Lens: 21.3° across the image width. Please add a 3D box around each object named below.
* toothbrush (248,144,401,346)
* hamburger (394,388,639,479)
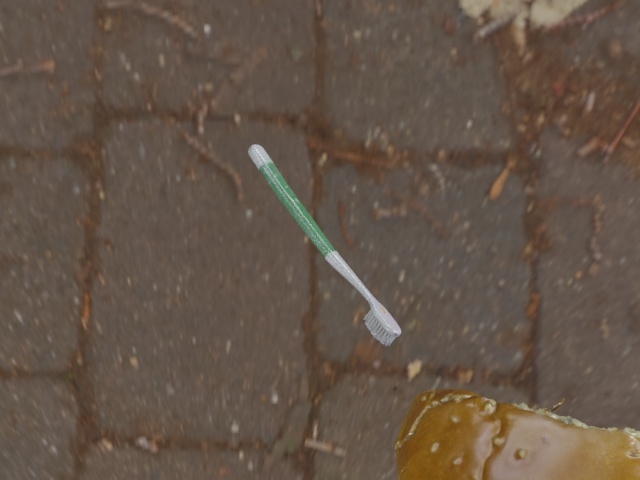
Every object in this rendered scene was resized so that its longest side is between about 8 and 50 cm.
[{"bbox_3d":[0.000,0.000,1.600,0.018,0.024,0.257,-1,46,-47],"label":"toothbrush"},{"bbox_3d":[0.175,0.213,1.366,0.283,0.144,0.157,9,57,41],"label":"hamburger"}]
